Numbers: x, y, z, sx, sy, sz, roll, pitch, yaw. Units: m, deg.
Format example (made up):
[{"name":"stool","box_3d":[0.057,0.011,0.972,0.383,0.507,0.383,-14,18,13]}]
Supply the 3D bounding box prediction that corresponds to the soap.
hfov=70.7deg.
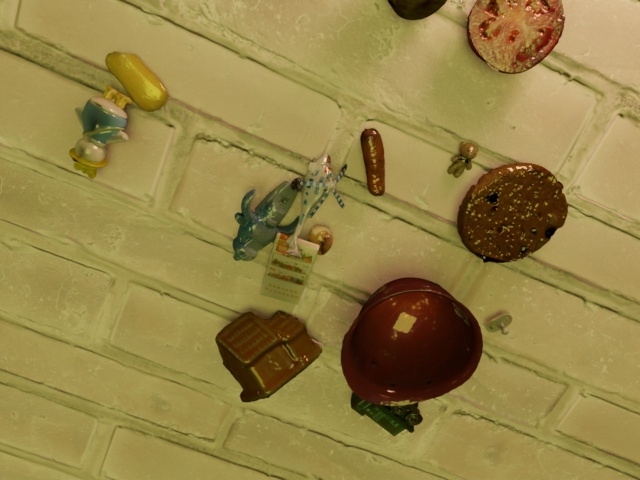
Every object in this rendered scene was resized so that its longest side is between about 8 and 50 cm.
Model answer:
[{"name":"soap","box_3d":[-0.462,-0.408,1.144,0.089,0.033,0.168,-34,105,8]}]

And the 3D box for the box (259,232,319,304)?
[{"name":"box","box_3d":[-0.091,0.085,1.273,0.122,0.032,0.220,17,126,-4]}]

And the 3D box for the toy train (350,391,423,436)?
[{"name":"toy train","box_3d":[0.214,0.527,1.425,0.225,0.090,0.137,41,111,-12]}]

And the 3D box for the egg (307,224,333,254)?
[{"name":"egg","box_3d":[0.000,0.000,1.259,0.071,0.071,0.083,6,118,-2]}]

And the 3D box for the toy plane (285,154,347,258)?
[{"name":"toy plane","box_3d":[-0.026,-0.094,1.195,0.107,0.182,0.273,24,107,38]}]

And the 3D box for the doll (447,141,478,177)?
[{"name":"doll","box_3d":[0.382,-0.216,1.209,0.061,0.051,0.093,24,136,-8]}]

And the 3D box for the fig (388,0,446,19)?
[{"name":"fig","box_3d":[0.224,-0.585,1.041,0.165,0.154,0.144,3,95,-33]}]

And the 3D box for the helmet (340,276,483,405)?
[{"name":"helmet","box_3d":[0.238,0.248,1.256,0.337,0.230,0.385,32,114,-9]}]

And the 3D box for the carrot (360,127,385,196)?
[{"name":"carrot","box_3d":[0.144,-0.204,1.198,0.060,0.060,0.186,-11,111,4]}]

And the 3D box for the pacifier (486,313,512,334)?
[{"name":"pacifier","box_3d":[0.540,0.258,1.345,0.083,0.064,0.068,-29,123,10]}]

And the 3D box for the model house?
[{"name":"model house","box_3d":[-0.168,0.317,1.334,0.268,0.173,0.239,-35,93,-21]}]

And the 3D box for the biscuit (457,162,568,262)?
[{"name":"biscuit","box_3d":[0.514,-0.073,1.229,0.296,0.075,0.296,-1,113,-1]}]

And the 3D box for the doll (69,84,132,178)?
[{"name":"doll","box_3d":[-0.570,-0.274,1.156,0.135,0.099,0.241,21,110,-30]}]

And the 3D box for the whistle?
[{"name":"whistle","box_3d":[-0.155,-0.048,1.232,0.180,0.093,0.269,29,107,-34]}]

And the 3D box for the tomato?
[{"name":"tomato","box_3d":[0.454,-0.513,1.079,0.225,0.085,0.225,1,107,3]}]
